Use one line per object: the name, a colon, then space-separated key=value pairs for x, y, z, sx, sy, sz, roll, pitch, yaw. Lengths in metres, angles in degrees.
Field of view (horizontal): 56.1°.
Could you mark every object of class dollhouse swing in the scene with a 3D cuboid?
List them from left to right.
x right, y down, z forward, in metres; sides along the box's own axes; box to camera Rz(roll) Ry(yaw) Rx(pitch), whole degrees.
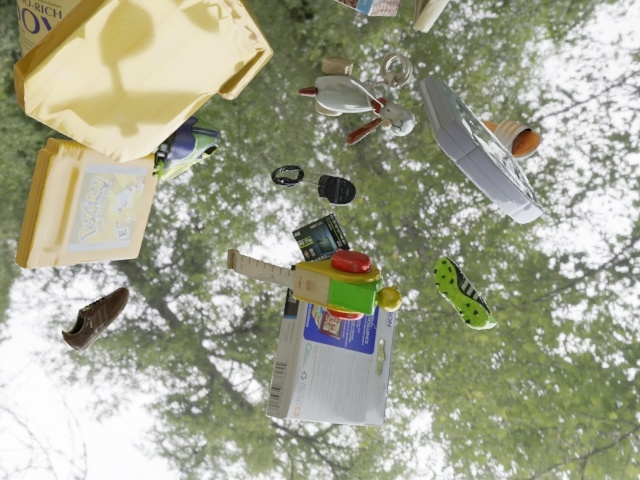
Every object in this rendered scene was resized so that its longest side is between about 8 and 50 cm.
dollhouse swing: x=-0.281 y=-0.342 z=0.871 sx=0.305 sy=0.347 sz=0.315 roll=-28 pitch=-104 yaw=8

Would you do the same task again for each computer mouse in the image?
computer mouse: x=-0.015 y=-0.132 z=1.441 sx=0.041 sy=0.242 sz=0.071 roll=5 pitch=-96 yaw=56

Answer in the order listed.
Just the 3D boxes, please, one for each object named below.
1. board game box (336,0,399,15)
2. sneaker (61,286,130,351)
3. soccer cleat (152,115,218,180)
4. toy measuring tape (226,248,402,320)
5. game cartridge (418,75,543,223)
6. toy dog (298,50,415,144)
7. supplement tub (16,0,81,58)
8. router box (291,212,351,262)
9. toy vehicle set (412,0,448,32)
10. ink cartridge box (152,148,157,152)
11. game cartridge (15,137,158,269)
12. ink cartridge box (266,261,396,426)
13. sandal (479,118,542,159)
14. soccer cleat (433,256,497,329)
board game box: x=0.036 y=-0.594 z=1.145 sx=0.291 sy=0.232 sz=0.141 roll=29 pitch=-150 yaw=17
sneaker: x=-0.540 y=0.177 z=1.450 sx=0.066 sy=0.071 sz=0.188 roll=7 pitch=-127 yaw=43
soccer cleat: x=-0.270 y=-0.174 z=1.201 sx=0.121 sy=0.093 sz=0.289 roll=2 pitch=173 yaw=-19
toy measuring tape: x=-0.005 y=0.062 z=1.055 sx=0.330 sy=0.121 sz=0.121 roll=14 pitch=-130 yaw=27
game cartridge: x=0.297 y=-0.159 z=1.110 sx=0.062 sy=0.297 sz=0.198 roll=-34 pitch=-144 yaw=30
toy dog: x=0.074 y=-0.364 z=1.556 sx=0.161 sy=0.220 sz=0.334 roll=-23 pitch=-155 yaw=-35
supplement tub: x=-0.428 y=-0.453 z=1.105 sx=0.241 sy=0.331 sz=0.241 roll=10 pitch=-142 yaw=-8
router box: x=0.000 y=0.000 z=1.350 sx=0.038 sy=0.092 sz=0.122 roll=-28 pitch=-177 yaw=-42
toy vehicle set: x=0.264 y=-0.576 z=1.228 sx=0.267 sy=0.035 sz=0.165 roll=131 pitch=-30 yaw=-66
ink cartridge box: x=-0.437 y=-0.361 z=1.438 sx=0.255 sy=0.097 sz=0.188 roll=38 pitch=-100 yaw=18
game cartridge: x=-0.516 y=-0.081 z=1.376 sx=0.053 sy=0.285 sz=0.324 roll=23 pitch=-167 yaw=23
ink cartridge box: x=0.037 y=0.228 z=1.263 sx=0.072 sy=0.307 sz=0.303 roll=-4 pitch=-109 yaw=40
sandal: x=0.529 y=-0.316 z=1.793 sx=0.265 sy=0.076 sz=0.102 roll=31 pitch=-92 yaw=48
soccer cleat: x=0.285 y=0.107 z=1.198 sx=0.060 sy=0.072 sz=0.178 roll=-51 pitch=-136 yaw=26
